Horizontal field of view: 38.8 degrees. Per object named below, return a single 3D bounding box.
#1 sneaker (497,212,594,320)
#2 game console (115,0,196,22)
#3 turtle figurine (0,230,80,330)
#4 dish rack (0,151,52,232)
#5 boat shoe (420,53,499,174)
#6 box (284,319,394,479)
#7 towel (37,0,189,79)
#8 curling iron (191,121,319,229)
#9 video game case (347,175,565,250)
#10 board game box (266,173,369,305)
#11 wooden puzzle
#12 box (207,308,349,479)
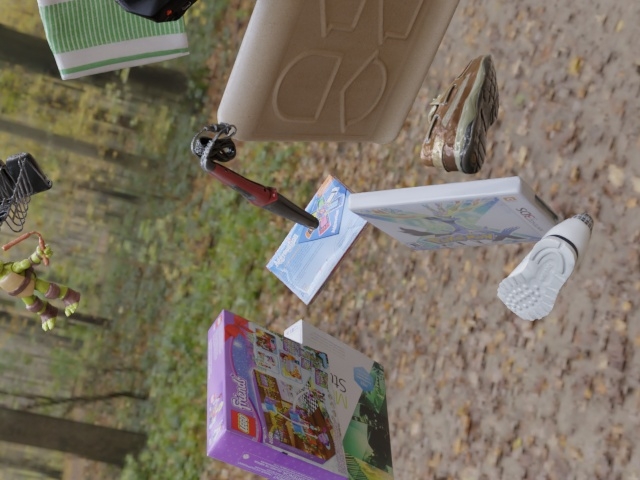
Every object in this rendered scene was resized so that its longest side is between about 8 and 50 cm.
[{"bbox_3d":[0.362,0.046,1.446,0.095,0.090,0.235,-47,-8,-32],"label":"sneaker"},{"bbox_3d":[-0.134,-0.428,1.081,0.361,0.213,0.044,-42,-21,-1],"label":"game console"},{"bbox_3d":[-0.618,0.098,1.857,0.269,0.217,0.087,-41,38,8],"label":"turtle figurine"},{"bbox_3d":[-0.510,-0.036,1.310,0.271,0.208,0.074,-110,1,-63],"label":"dish rack"},{"bbox_3d":[0.263,-0.248,1.732,0.324,0.120,0.122,-65,-34,-45],"label":"boat shoe"},{"bbox_3d":[0.033,0.328,1.696,0.058,0.232,0.322,-37,36,32],"label":"box"},{"bbox_3d":[-0.347,-0.442,1.485,0.038,0.248,0.324,30,133,54],"label":"towel"},{"bbox_3d":[-0.072,-0.071,1.177,0.035,0.274,0.068,17,77,38],"label":"curling iron"},{"bbox_3d":[0.264,-0.042,1.705,0.329,0.300,0.036,-4,72,30],"label":"video game case"},{"bbox_3d":[0.000,0.000,2.115,0.281,0.145,0.027,-55,-19,21],"label":"board game box"},{"bbox_3d":[0.029,-0.294,1.306,0.080,0.348,0.322,42,120,36],"label":"wooden puzzle"},{"bbox_3d":[-0.072,0.241,1.378,0.057,0.201,0.293,-55,21,22],"label":"box"}]
